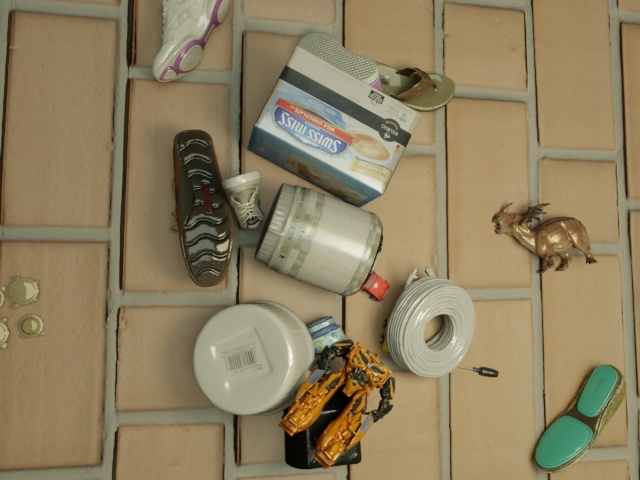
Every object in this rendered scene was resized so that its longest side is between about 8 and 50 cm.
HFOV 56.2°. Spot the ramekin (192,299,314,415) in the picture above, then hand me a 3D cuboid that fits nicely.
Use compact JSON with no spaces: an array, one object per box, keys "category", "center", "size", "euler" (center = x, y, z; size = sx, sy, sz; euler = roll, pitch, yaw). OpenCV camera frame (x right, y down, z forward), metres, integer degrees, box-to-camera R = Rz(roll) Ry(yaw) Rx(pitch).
[{"category":"ramekin","center":[-0.162,0.274,1.401],"size":[0.276,0.135,0.278],"euler":[-2,80,12]}]

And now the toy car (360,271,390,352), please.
[{"category":"toy car","center":[0.228,0.156,1.580],"size":[0.224,0.053,0.239],"euler":[-21,89,-12]}]

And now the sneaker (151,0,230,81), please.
[{"category":"sneaker","center":[-0.354,-0.536,1.518],"size":[0.152,0.114,0.305],"euler":[27,76,6]}]

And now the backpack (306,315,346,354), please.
[{"category":"backpack","center":[0.006,0.238,1.497],"size":[0.104,0.114,0.084],"euler":[-24,90,-12]}]

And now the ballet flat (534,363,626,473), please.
[{"category":"ballet flat","center":[0.714,0.497,1.623],"size":[0.123,0.123,0.349],"euler":[40,81,-5]}]

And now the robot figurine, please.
[{"category":"robot figurine","center":[0.053,0.352,1.352],"size":[0.211,0.085,0.291],"euler":[41,55,7]}]

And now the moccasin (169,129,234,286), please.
[{"category":"moccasin","center":[-0.299,-0.073,1.460],"size":[0.139,0.147,0.381],"euler":[-13,81,-19]}]

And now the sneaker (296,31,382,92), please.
[{"category":"sneaker","center":[0.051,-0.430,1.576],"size":[0.102,0.161,0.282],"euler":[-44,59,-6]}]

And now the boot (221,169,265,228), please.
[{"category":"boot","center":[-0.169,-0.091,1.423],"size":[0.095,0.258,0.124],"euler":[-17,92,-1]}]

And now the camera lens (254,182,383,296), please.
[{"category":"camera lens","center":[0.000,0.000,1.466],"size":[0.274,0.219,0.220],"euler":[21,81,-8]}]

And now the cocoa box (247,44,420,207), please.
[{"category":"cocoa box","center":[0.023,-0.267,1.488],"size":[0.346,0.231,0.228],"euler":[27,80,-7]}]

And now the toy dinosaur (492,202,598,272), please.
[{"category":"toy dinosaur","center":[0.644,-0.020,1.649],"size":[0.295,0.127,0.201],"euler":[-5,79,-17]}]

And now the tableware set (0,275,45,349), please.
[{"category":"tableware set","center":[-0.729,0.169,1.408],"size":[0.140,0.020,0.169],"euler":[-7,86,-11]}]

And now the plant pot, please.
[{"category":"plant pot","center":[0.015,0.459,1.453],"size":[0.187,0.167,0.188],"euler":[-2,84,-12]}]

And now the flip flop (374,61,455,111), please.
[{"category":"flip flop","center":[0.236,-0.427,1.623],"size":[0.276,0.080,0.113],"euler":[13,82,-9]}]

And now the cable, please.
[{"category":"cable","center":[0.287,0.222,1.527],"size":[0.257,0.089,0.257],"euler":[34,83,-31]}]

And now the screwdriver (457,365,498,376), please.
[{"category":"screwdriver","center":[0.399,0.342,1.614],"size":[0.169,0.024,0.025],"euler":[16,111,-7]}]
